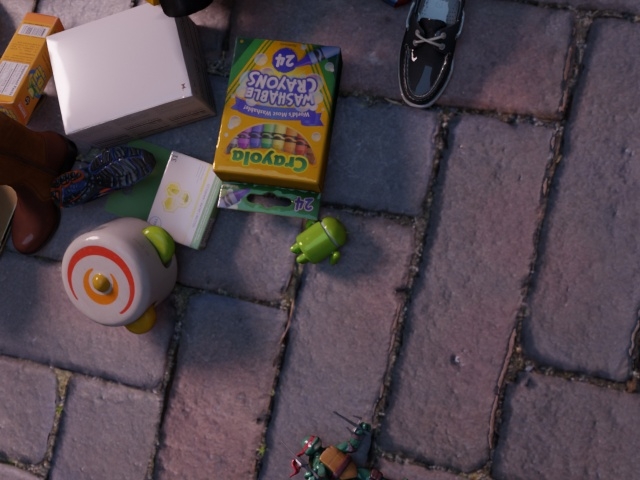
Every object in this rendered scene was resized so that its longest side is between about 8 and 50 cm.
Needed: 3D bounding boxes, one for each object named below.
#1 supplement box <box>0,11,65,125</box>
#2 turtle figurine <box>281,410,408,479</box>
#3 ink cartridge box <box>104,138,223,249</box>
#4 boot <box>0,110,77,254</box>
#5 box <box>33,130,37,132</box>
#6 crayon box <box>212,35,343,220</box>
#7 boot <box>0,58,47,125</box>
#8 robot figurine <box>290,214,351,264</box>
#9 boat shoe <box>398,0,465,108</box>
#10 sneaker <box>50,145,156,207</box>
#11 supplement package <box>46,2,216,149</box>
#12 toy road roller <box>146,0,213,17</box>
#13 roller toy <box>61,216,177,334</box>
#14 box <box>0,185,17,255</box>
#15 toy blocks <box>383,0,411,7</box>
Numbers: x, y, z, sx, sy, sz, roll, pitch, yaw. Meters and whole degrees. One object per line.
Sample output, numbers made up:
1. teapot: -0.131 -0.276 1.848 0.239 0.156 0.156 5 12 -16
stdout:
1. supplement box: -0.586 -0.342 1.502 0.080 0.078 0.233 12 63 8
2. turtle figurine: 0.042 0.418 1.407 0.234 0.118 0.175 37 54 7
3. ink cartridge box: -0.314 -0.099 1.510 0.235 0.056 0.171 21 92 8
4. boot: -0.586 -0.099 1.440 0.096 0.280 0.264 28 93 9
5. box: -0.629 -0.180 1.509 0.116 0.162 0.029 -36 83 7
6. crayon box: -0.081 -0.214 1.428 0.203 0.083 0.322 7 81 6
7. boot: -0.688 -0.275 1.537 0.165 0.077 0.213 37 63 6
8. robot figurine: 0.000 0.000 1.445 0.115 0.067 0.101 -35 75 7
9. boat shoe: 0.209 -0.402 1.409 0.115 0.091 0.302 10 90 10
10. sneaker: -0.429 -0.131 1.509 0.221 0.087 0.083 -17 93 11
11. supplement package: -0.366 -0.321 1.472 0.262 0.145 0.203 -15 82 8
12. toy road roller: -0.239 -0.553 1.338 0.241 0.202 0.329 -32 42 -18
13. roller toy: -0.388 0.063 1.447 0.191 0.146 0.209 16 112 13
14. box: -0.738 -0.070 1.596 0.201 0.021 0.164 23 91 10
15. toy blocks: 0.124 -0.626 1.405 0.261 0.191 0.381 31 94 -2
